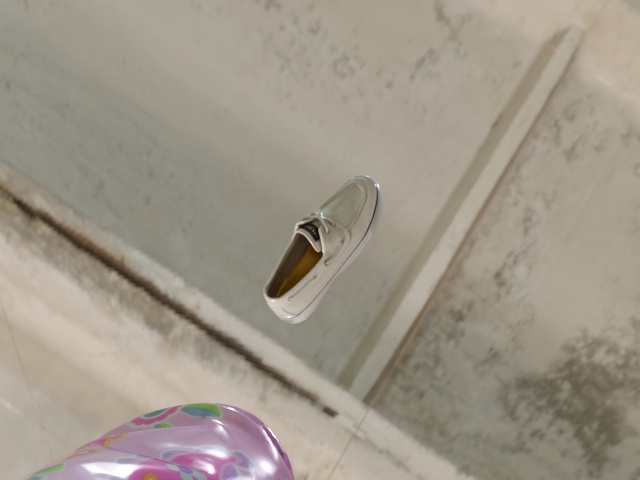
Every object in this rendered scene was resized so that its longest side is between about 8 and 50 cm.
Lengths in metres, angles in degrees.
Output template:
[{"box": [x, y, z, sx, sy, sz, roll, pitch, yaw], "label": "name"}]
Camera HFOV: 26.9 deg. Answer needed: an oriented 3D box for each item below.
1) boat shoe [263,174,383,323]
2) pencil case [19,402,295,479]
[{"box": [0.000, 0.000, 0.778, 0.035, 0.035, 0.100, 30, -101, 35], "label": "boat shoe"}, {"box": [-0.097, 0.146, 0.514, 0.124, 0.284, 0.124, 2, -83, 15], "label": "pencil case"}]
